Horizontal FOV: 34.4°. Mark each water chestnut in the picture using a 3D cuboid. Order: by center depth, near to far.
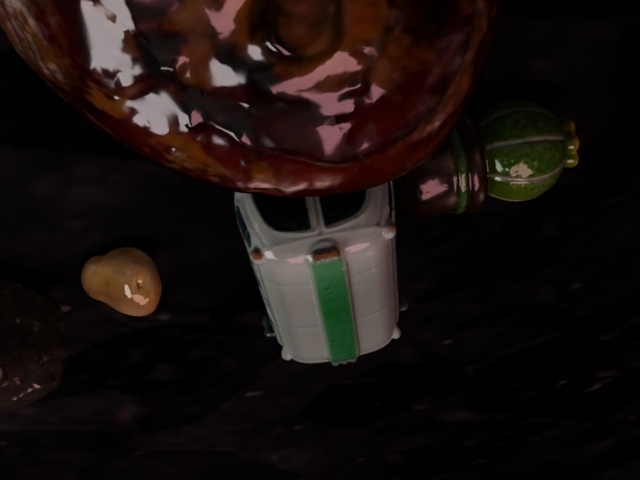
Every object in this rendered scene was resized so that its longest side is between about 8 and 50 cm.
[{"bbox_3d":[-0.040,-0.148,0.507,0.289,0.289,0.244,3,156,-27],"label":"water chestnut"}]

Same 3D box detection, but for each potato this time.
[{"bbox_3d":[-0.190,0.039,0.991,0.083,0.068,0.062,-2,-167,10],"label":"potato"}]

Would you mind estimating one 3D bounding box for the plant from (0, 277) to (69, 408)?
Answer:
[{"bbox_3d":[-0.341,0.096,0.959,0.194,0.132,0.129,11,142,-44],"label":"plant"}]

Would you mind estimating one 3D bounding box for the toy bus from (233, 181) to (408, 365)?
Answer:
[{"bbox_3d":[0.000,0.000,0.883,0.133,0.165,0.276,-11,151,0],"label":"toy bus"}]

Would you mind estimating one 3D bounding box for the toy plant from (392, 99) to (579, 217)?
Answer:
[{"bbox_3d":[0.140,-0.071,0.885,0.162,0.093,0.093,-9,152,-6],"label":"toy plant"}]
